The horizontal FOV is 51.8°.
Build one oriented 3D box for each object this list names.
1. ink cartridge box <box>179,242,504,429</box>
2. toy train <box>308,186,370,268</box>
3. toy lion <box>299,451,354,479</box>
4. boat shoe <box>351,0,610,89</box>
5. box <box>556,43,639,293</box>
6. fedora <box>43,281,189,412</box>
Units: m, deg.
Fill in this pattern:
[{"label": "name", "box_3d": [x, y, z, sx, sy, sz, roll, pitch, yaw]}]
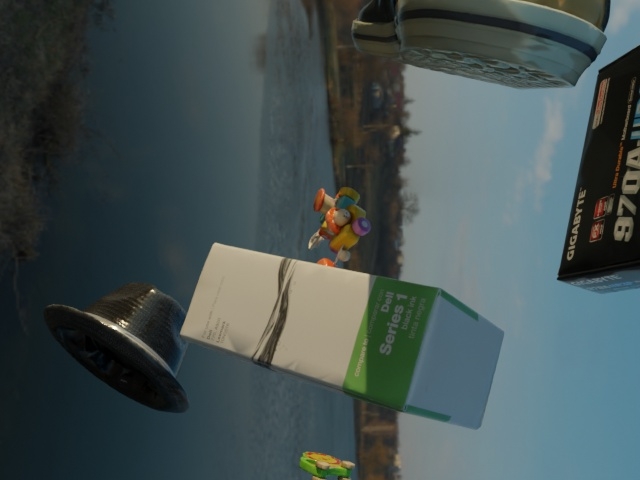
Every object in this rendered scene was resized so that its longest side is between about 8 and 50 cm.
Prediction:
[{"label": "ink cartridge box", "box_3d": [0.018, 0.079, 0.557, 0.160, 0.220, 0.092, 31, 73, -54]}, {"label": "toy train", "box_3d": [0.000, 0.000, 0.745, 0.125, 0.046, 0.166, -51, -161, 22]}, {"label": "toy lion", "box_3d": [0.002, 0.382, 1.124, 0.100, 0.096, 0.034, 19, 83, -44]}, {"label": "boat shoe", "box_3d": [0.132, -0.230, 0.604, 0.500, 0.187, 0.155, -85, -173, -76]}, {"label": "box", "box_3d": [0.284, -0.072, 0.538, 0.175, 0.051, 0.220, 147, -39, -73]}, {"label": "fedora", "box_3d": [-0.330, 0.170, 1.180, 0.152, 0.334, 0.334, -57, 158, -30]}]
